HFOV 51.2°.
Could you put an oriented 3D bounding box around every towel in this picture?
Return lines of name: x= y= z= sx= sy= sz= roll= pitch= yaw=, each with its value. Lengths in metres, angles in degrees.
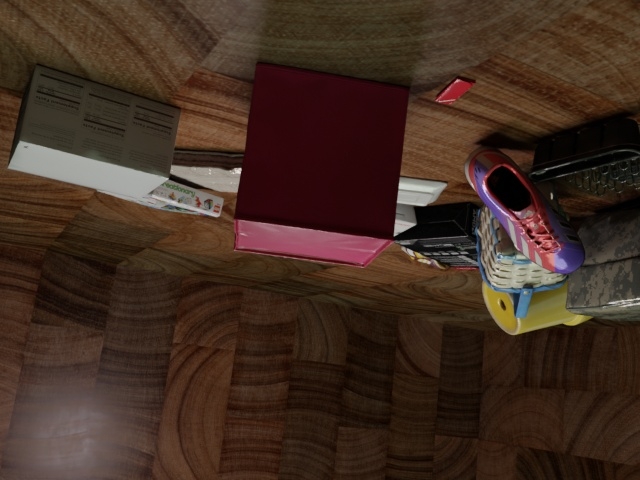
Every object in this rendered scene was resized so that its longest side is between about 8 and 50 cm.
towel: x=-0.227 y=-0.153 z=1.551 sx=0.282 sy=0.049 sz=0.187 roll=4 pitch=167 yaw=10

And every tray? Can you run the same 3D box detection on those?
tray: x=0.149 y=-0.118 z=1.558 sx=0.270 sy=0.030 sz=0.145 roll=7 pitch=166 yaw=-1

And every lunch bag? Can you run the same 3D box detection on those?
lunch bag: x=0.703 y=0.038 z=1.457 sx=0.212 sy=0.256 sz=0.305 roll=9 pitch=168 yaw=-18

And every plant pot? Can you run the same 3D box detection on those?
plant pot: x=0.557 y=0.119 z=1.708 sx=0.239 sy=0.254 sz=0.254 roll=-23 pitch=172 yaw=-11

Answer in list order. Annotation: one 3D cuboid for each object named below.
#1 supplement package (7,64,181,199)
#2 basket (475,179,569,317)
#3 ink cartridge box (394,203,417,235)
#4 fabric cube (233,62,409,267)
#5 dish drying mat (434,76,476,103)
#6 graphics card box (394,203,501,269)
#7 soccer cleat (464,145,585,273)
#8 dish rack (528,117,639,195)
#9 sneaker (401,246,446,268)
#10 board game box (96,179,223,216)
supplement package: x=-0.430 y=-0.192 z=1.263 sx=0.261 sy=0.145 sz=0.204 roll=14 pitch=165 yaw=-28
basket: x=0.452 y=0.017 z=1.496 sx=0.201 sy=0.255 sz=0.289 roll=-1 pitch=156 yaw=6
ink cartridge box: x=0.154 y=-0.050 z=1.700 sx=0.109 sy=0.063 sz=0.150 roll=9 pitch=153 yaw=-35
fabric cube: x=-0.009 y=-0.113 z=1.143 sx=0.254 sy=0.258 sz=0.259 roll=7 pitch=168 yaw=-7
dish drying mat: x=0.212 y=-0.235 z=1.054 sx=0.032 sy=0.008 sz=0.083 roll=11 pitch=167 yaw=-13
graphics card box: x=0.386 y=-0.001 z=1.816 sx=0.232 sy=0.094 sz=0.371 roll=-4 pitch=165 yaw=41
soccer cleat: x=0.394 y=-0.043 z=1.259 sx=0.318 sy=0.108 sz=0.116 roll=47 pitch=-168 yaw=-13
dish rack: x=0.535 y=-0.134 z=1.191 sx=0.271 sy=0.074 sz=0.208 roll=14 pitch=166 yaw=-31
sneaker: x=0.332 y=0.039 z=2.106 sx=0.083 sy=0.070 sz=0.185 roll=7 pitch=165 yaw=43
board game box: x=-0.409 y=-0.116 z=1.680 sx=0.193 sy=0.053 sz=0.305 roll=18 pitch=174 yaw=-43
